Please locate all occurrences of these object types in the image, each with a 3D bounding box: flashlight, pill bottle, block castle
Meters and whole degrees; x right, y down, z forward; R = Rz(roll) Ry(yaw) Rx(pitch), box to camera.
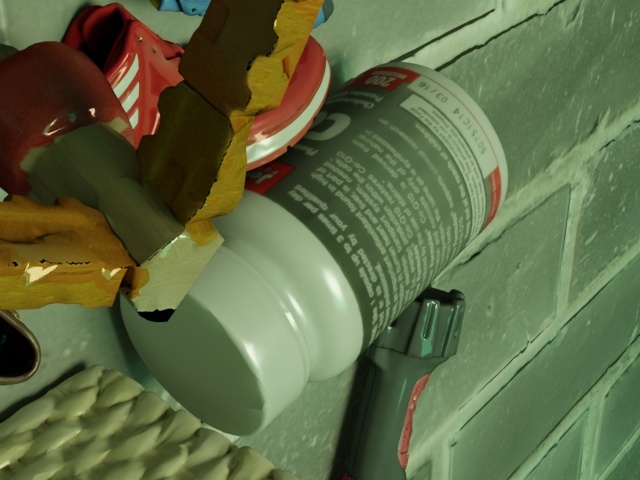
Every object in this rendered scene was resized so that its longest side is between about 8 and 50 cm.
[{"bbox_3d":[0.080,0.193,1.057,0.103,0.103,0.304,-42,146,-76],"label":"flashlight"},{"bbox_3d":[0.000,0.000,0.772,0.283,0.161,0.161,-41,139,-34],"label":"pill bottle"},{"bbox_3d":[-0.200,-0.134,0.360,0.453,0.213,0.303,1,125,-49],"label":"block castle"}]

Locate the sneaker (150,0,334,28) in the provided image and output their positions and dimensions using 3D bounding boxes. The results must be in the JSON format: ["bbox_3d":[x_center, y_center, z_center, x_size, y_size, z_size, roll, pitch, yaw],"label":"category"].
[{"bbox_3d":[-0.070,-0.171,0.665,0.209,0.069,0.082,25,94,-55],"label":"sneaker"}]

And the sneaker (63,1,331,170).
[{"bbox_3d":[-0.078,-0.107,0.670,0.221,0.087,0.128,-45,142,-33],"label":"sneaker"}]

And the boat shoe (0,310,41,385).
[{"bbox_3d":[-0.227,0.024,0.546,0.073,0.073,0.207,-62,145,-7],"label":"boat shoe"}]

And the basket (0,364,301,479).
[{"bbox_3d":[-0.126,0.296,0.616,0.331,0.328,0.266,-32,131,-41],"label":"basket"}]
